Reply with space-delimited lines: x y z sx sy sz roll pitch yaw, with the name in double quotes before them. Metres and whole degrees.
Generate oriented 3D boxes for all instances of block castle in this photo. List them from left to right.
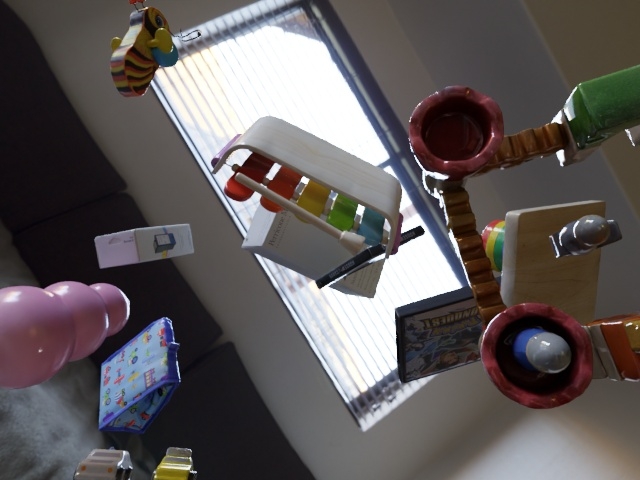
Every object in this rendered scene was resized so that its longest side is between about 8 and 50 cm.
"block castle" 0.334 -0.041 0.402 0.213 0.454 0.302 43 32 -75

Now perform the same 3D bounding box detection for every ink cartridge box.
"ink cartridge box" -0.490 0.014 1.255 0.212 0.155 0.093 -8 89 -66

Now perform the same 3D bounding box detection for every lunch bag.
"lunch bag" -0.509 0.381 1.299 0.138 0.293 0.220 26 27 -39

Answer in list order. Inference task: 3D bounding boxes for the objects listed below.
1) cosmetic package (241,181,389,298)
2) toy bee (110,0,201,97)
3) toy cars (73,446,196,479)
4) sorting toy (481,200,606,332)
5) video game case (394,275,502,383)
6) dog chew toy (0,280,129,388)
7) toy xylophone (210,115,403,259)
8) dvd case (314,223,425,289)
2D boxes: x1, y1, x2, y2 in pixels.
"cosmetic package" 0.000 0.000 1.272 0.385 0.217 0.156 26 -14 -29
"toy bee" -0.434 -0.498 1.091 0.162 0.196 0.298 61 21 -45
"toy cars" -0.432 0.550 1.097 0.394 0.177 0.087 40 45 -49
"sorting toy" 0.379 0.062 0.784 0.089 0.258 0.255 16 -70 56
"video game case" 0.296 0.195 0.958 0.035 0.275 0.248 -111 -172 -48
"dog chew toy" -0.568 0.181 0.973 0.206 0.207 0.332 55 27 8
"toy xylophone" -0.013 -0.077 0.670 0.323 0.236 0.081 31 -52 3
"dvd case" 0.113 0.042 1.057 0.239 0.180 0.029 -38 -103 53
